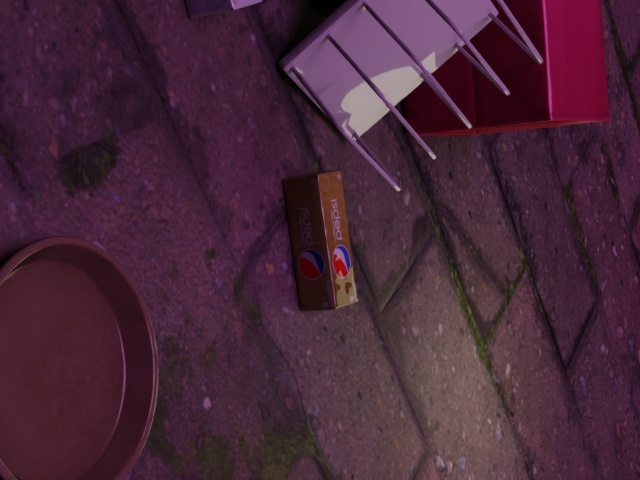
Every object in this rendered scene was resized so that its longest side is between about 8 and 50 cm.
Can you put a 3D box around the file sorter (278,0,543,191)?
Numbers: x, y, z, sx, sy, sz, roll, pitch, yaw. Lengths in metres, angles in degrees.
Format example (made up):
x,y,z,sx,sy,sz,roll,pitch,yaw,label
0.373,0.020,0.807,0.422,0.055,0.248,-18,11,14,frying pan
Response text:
x,y,z,sx,sy,sz,roll,pitch,yaw,label
0.130,-0.235,1.802,0.193,0.277,0.173,42,8,-47,file sorter

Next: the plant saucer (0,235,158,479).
x,y,z,sx,sy,sz,roll,pitch,yaw,label
-0.266,0.135,1.378,0.278,0.041,0.278,15,72,-56,plant saucer

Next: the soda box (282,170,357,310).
x,y,z,sx,sy,sz,roll,pitch,yaw,label
0.000,0.000,1.803,0.061,0.058,0.181,-14,97,-57,soda box

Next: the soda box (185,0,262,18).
x,y,z,sx,sy,sz,roll,pitch,yaw,label
-0.139,-0.384,1.633,0.074,0.069,0.216,-31,112,-56,soda box

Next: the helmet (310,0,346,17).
x,y,z,sx,sy,sz,roll,pitch,yaw,label
0.071,-0.386,1.878,0.169,0.161,0.169,14,74,-57,helmet

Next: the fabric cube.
x,y,z,sx,sy,sz,roll,pitch,yaw,label
0.286,-0.303,2.121,0.254,0.259,0.258,-10,95,-59,fabric cube
